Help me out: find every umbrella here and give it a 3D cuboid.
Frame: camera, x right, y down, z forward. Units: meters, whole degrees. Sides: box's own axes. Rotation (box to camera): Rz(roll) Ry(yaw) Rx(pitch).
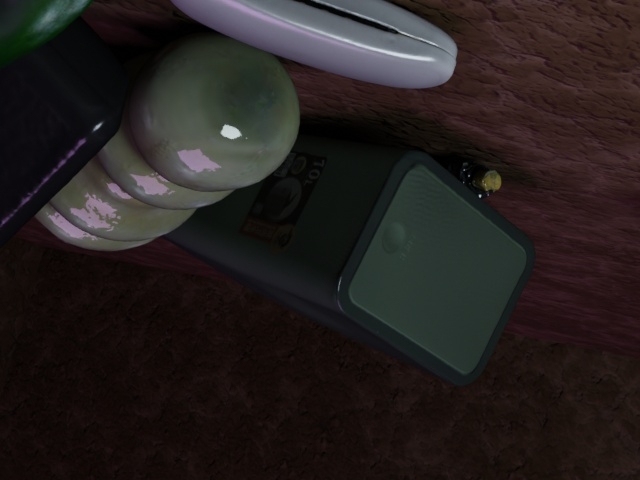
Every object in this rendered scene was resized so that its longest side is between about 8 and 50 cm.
[{"bbox_3d":[0.126,-0.059,1.246,0.037,0.040,0.144,39,167,-24],"label":"umbrella"}]

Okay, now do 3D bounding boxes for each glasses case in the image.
[{"bbox_3d":[-0.004,-0.143,0.856,0.197,0.049,0.076,17,172,-13],"label":"glasses case"}]

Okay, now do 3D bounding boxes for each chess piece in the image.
[{"bbox_3d":[-0.134,-0.092,1.117,0.182,0.182,0.330,19,165,-26],"label":"chess piece"}]

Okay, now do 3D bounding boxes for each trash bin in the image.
[{"bbox_3d":[0.000,0.000,1.292,0.343,0.158,0.223,15,166,47],"label":"trash bin"}]

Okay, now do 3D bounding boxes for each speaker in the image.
[{"bbox_3d":[-0.283,-0.092,1.057,0.180,0.184,0.388,47,132,-7],"label":"speaker"}]

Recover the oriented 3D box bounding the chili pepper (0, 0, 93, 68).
[{"bbox_3d":[-0.140,-0.175,0.521,0.174,0.261,0.165,43,-164,-42],"label":"chili pepper"}]
